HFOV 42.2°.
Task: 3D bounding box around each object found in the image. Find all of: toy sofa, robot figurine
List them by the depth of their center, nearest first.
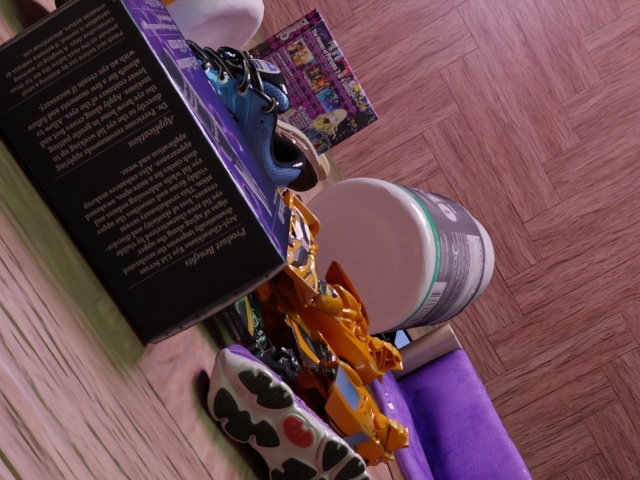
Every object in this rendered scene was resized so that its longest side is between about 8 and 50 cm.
[{"bbox_3d":[-0.009,0.075,0.780,0.291,0.085,0.211,58,20,-35],"label":"robot figurine"},{"bbox_3d":[0.174,0.271,1.113,0.177,0.150,0.362,57,8,-35],"label":"toy sofa"}]

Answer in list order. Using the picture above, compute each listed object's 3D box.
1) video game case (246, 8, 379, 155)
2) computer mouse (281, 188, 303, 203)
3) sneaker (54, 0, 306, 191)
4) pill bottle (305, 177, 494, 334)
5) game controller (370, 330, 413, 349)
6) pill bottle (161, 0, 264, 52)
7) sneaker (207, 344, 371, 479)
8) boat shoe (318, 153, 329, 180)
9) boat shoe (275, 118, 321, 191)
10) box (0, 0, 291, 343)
[{"bbox_3d":[-0.043,-0.222,1.315,0.232,0.210,0.042,51,11,-47],"label":"video game case"},{"bbox_3d":[0.000,0.000,1.339,0.188,0.072,0.272,62,19,0],"label":"computer mouse"},{"bbox_3d":[-0.116,-0.146,0.761,0.330,0.147,0.130,51,12,-49],"label":"sneaker"},{"bbox_3d":[0.122,0.025,1.201,0.204,0.204,0.361,62,22,15],"label":"pill bottle"},{"bbox_3d":[0.170,0.246,1.513,0.319,0.067,0.166,58,7,-9],"label":"game controller"},{"bbox_3d":[-0.191,-0.327,0.906,0.278,0.162,0.162,60,7,8],"label":"pill bottle"},{"bbox_3d":[-0.021,0.141,0.620,0.170,0.068,0.071,57,2,-20],"label":"sneaker"},{"bbox_3d":[-0.043,-0.176,1.764,0.190,0.068,0.072,41,30,-41],"label":"boat shoe"},{"bbox_3d":[-0.081,-0.131,1.211,0.257,0.095,0.095,38,27,-45],"label":"boat shoe"},{"bbox_3d":[-0.116,-0.059,0.572,0.207,0.108,0.153,58,7,-14],"label":"box"}]
